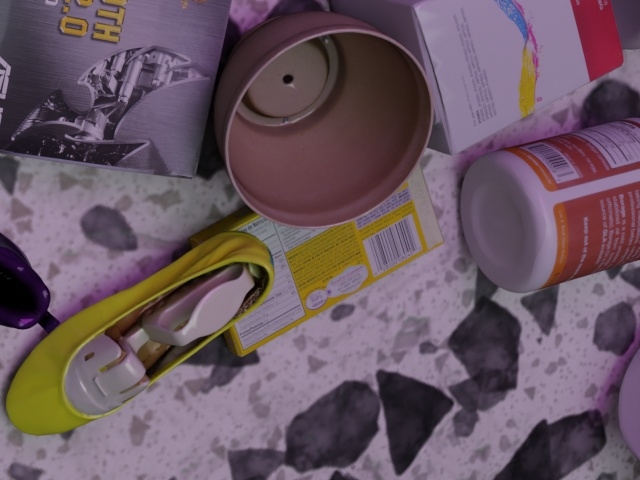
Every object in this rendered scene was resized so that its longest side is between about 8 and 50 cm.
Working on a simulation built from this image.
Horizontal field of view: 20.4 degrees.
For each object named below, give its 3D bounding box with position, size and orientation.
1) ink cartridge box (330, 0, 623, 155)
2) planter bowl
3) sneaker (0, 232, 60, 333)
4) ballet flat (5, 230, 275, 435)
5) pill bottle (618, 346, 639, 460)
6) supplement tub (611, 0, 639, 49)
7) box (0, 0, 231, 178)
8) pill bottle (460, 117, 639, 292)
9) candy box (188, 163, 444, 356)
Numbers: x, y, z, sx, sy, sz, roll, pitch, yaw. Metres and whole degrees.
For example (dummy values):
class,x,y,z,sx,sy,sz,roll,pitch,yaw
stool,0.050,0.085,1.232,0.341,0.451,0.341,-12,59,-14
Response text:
class,x,y,z,sx,sy,sz,roll,pitch,yaw
ink cartridge box,0.120,-0.166,1.386,0.176,0.128,0.127,-29,116,-23
planter bowl,-0.012,-0.104,1.320,0.162,0.109,0.162,-12,124,-18
sneaker,-0.271,-0.010,1.203,0.224,0.098,0.083,33,84,-34
ballet flat,-0.129,0.072,1.309,0.231,0.077,0.077,-35,116,-10
pill bottle,0.449,0.211,1.649,0.361,0.204,0.204,35,84,-34
supplement tub,0.306,-0.257,1.469,0.200,0.144,0.144,-27,116,-24
box,-0.156,-0.169,1.257,0.183,0.056,0.231,8,99,-33
pill bottle,0.236,-0.036,1.499,0.216,0.121,0.121,-14,110,-28
candy box,0.000,0.000,1.417,0.206,0.027,0.105,-28,112,-22
